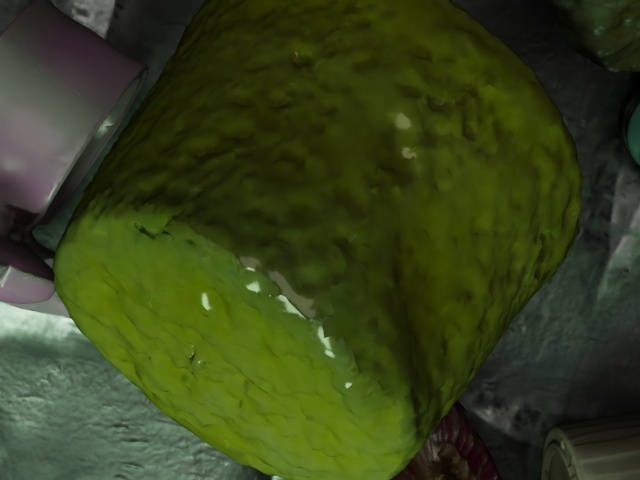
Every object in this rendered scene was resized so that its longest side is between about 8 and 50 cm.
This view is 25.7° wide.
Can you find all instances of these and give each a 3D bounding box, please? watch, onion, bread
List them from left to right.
[{"bbox_3d":[-0.247,-0.083,1.097,0.211,0.248,0.217,33,89,-4],"label":"watch"},{"bbox_3d":[0.000,0.000,1.047,0.348,0.348,0.307,34,54,-7],"label":"bread"},{"bbox_3d":[0.060,0.234,1.184,0.163,0.230,0.230,-28,98,38],"label":"onion"}]

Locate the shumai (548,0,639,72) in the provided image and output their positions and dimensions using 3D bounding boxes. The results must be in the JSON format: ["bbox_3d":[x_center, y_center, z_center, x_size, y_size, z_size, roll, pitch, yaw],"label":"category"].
[{"bbox_3d":[0.246,-0.323,1.135,0.288,0.292,0.330,42,87,23],"label":"shumai"}]

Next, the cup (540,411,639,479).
[{"bbox_3d":[0.340,0.260,1.222,0.273,0.288,0.208,-5,59,-4],"label":"cup"}]

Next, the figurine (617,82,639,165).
[{"bbox_3d":[0.370,-0.067,1.230,0.138,0.110,0.245,-46,100,-10],"label":"figurine"}]
